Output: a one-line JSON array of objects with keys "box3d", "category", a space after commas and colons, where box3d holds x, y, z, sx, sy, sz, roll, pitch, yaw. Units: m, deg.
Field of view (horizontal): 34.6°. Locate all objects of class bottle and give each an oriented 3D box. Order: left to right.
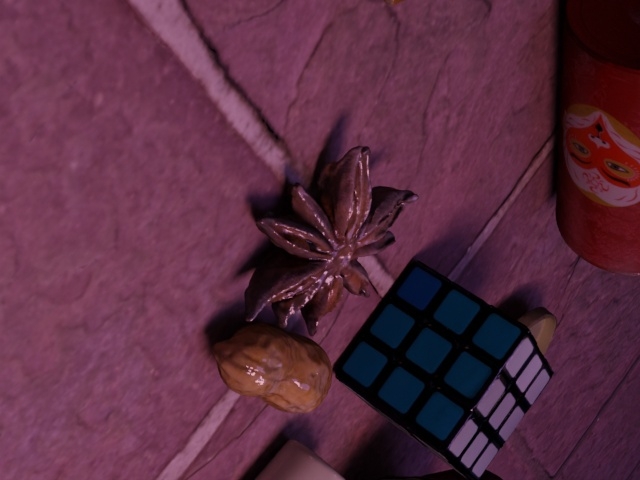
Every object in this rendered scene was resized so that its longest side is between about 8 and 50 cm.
[{"box3d": [-0.072, 0.330, 1.069, 0.245, 0.104, 0.104, -49, 148, -15], "category": "bottle"}]

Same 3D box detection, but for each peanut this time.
[{"box3d": [-0.038, 0.119, 0.948, 0.080, 0.080, 0.174, -58, 150, 1], "category": "peanut"}]

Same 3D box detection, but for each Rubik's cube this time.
[{"box3d": [0.140, 0.147, 1.144, 0.161, 0.162, 0.163, -53, 148, -8], "category": "Rubik's cube"}]

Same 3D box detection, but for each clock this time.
[{"box3d": [0.247, 0.193, 1.425, 0.235, 0.029, 0.235, -39, 154, -24], "category": "clock"}]

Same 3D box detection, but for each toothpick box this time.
[{"box3d": [0.376, -0.136, 1.180, 0.204, 0.204, 0.333, -42, 146, -23], "category": "toothpick box"}]

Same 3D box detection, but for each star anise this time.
[{"box3d": [0.000, 0.000, 0.916, 0.182, 0.065, 0.195, -2, 123, -48], "category": "star anise"}]

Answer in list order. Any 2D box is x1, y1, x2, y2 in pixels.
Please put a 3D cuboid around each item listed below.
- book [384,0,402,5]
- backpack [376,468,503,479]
[{"box3d": [0.118, -0.280, 0.874, 0.172, 0.012, 0.118, -33, 141, -34], "category": "book"}, {"box3d": [0.107, 0.385, 1.239, 0.283, 0.197, 0.317, -31, 164, -33], "category": "backpack"}]
